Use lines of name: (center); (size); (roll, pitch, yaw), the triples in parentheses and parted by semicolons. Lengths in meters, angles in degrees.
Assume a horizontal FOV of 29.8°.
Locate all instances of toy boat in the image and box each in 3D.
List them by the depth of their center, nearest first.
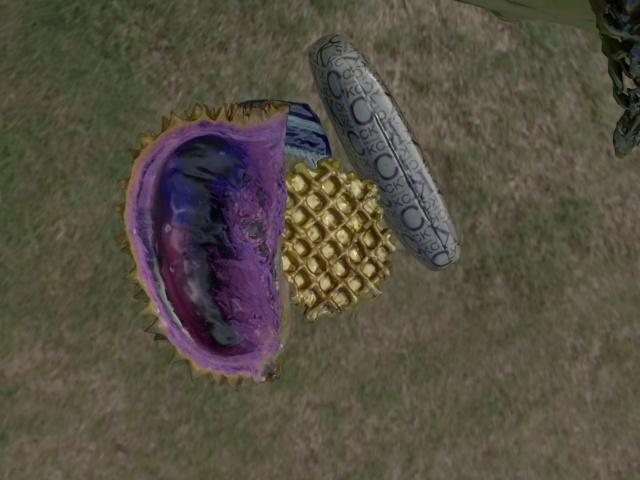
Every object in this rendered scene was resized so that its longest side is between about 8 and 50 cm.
toy boat: (-0.068, -0.059, 1.592); (0.210, 0.291, 0.070); (-25, 154, 30)

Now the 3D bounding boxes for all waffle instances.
waffle: (0.003, -0.004, 1.354); (0.191, 0.038, 0.191); (2, 85, -23)

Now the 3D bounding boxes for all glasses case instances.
glasses case: (0.086, -0.112, 1.586); (0.085, 0.137, 0.354); (-32, 114, -4)

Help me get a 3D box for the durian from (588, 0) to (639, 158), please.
durian: (0.123, -0.183, 0.465); (0.107, 0.132, 0.375); (16, 139, 42)

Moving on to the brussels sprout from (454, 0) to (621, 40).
brussels sprout: (0.130, -0.331, 0.758); (0.361, 0.425, 0.342); (27, 111, -32)

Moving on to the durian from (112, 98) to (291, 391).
durian: (-0.082, -0.005, 1.046); (0.154, 0.186, 0.260); (8, 103, 14)
